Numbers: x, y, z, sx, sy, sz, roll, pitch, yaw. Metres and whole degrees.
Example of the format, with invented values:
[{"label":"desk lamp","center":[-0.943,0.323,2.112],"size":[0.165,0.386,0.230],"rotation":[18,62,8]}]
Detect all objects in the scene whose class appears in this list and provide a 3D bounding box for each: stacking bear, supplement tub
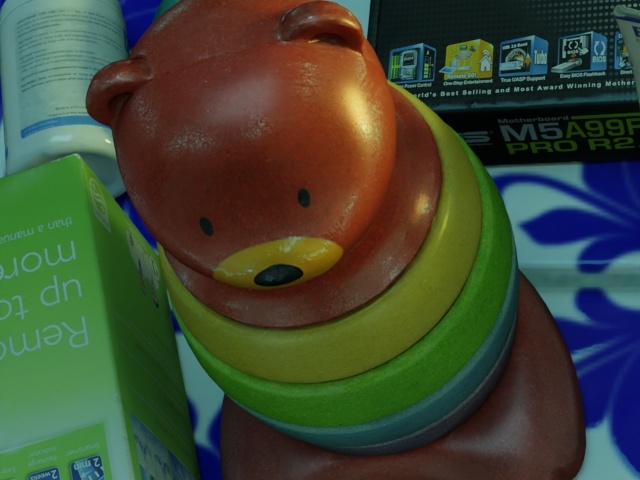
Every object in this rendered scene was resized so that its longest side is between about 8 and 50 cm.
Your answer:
[{"label":"stacking bear","center":[0.000,0.000,0.805],"size":[0.175,0.289,0.164],"rotation":[-10,61,12]},{"label":"supplement tub","center":[-0.134,-0.077,1.013],"size":[0.071,0.071,0.107],"rotation":[-13,61,10]}]

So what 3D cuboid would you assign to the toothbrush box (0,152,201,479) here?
[{"label":"toothbrush box","center":[-0.166,0.130,0.887],"size":[0.206,0.122,0.283],"rotation":[-17,61,8]}]

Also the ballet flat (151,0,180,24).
[{"label":"ballet flat","center":[-0.059,-0.132,1.023],"size":[0.074,0.074,0.203],"rotation":[-10,56,12]}]

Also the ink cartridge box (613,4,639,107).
[{"label":"ink cartridge box","center":[0.241,-0.025,0.784],"size":[0.223,0.224,0.045],"rotation":[20,71,24]}]

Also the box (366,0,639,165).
[{"label":"box","center":[0.163,-0.148,0.966],"size":[0.270,0.060,0.216],"rotation":[-2,64,16]}]
